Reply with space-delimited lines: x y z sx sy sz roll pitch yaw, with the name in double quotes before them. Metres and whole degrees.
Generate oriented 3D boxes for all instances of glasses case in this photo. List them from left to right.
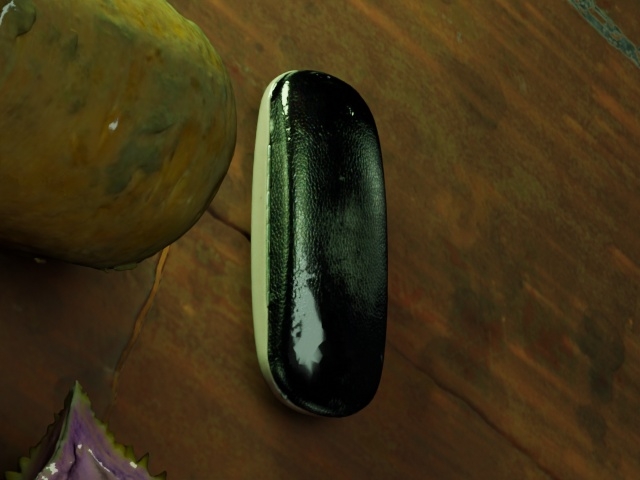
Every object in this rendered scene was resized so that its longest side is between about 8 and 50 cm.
"glasses case" 0.000 0.000 1.627 0.122 0.075 0.314 16 65 -40

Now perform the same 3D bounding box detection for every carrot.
"carrot" -0.207 -0.106 1.333 0.341 0.224 0.224 34 51 -59

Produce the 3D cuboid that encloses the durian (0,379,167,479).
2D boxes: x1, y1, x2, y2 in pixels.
"durian" -0.217 0.284 1.311 0.191 0.112 0.341 51 56 -30
